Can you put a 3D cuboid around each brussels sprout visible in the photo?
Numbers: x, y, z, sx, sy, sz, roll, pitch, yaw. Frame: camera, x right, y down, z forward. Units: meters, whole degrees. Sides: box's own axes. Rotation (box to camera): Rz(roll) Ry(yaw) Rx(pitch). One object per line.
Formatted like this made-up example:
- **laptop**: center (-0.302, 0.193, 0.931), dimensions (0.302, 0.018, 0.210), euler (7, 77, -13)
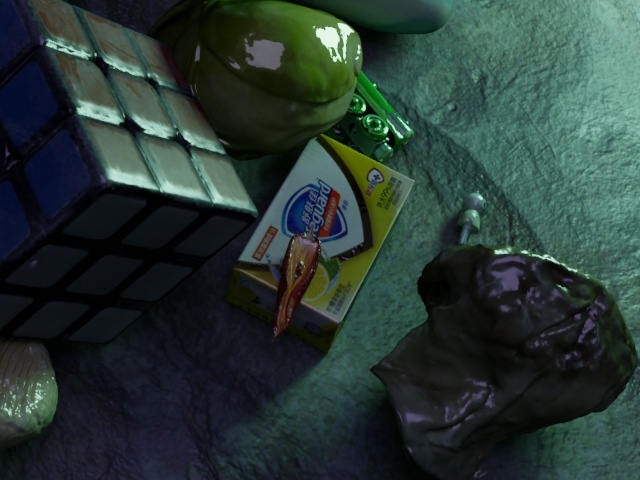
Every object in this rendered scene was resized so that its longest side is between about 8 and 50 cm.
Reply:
- **brussels sprout**: center (-0.095, -0.229, 1.836), dimensions (0.294, 0.227, 0.259), euler (3, 28, -10)

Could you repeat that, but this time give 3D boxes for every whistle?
- **whistle**: center (0.217, -0.031, 1.947), dimensions (0.035, 0.035, 0.100), euler (21, 60, -1)

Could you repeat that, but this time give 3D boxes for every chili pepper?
- **chili pepper**: center (-0.034, 0.058, 1.729), dimensions (0.045, 0.027, 0.178), euler (15, 59, 0)

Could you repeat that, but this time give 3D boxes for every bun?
- **bun**: center (-0.427, 0.165, 1.627), dimensions (0.220, 0.134, 0.220), euler (32, 35, -26)

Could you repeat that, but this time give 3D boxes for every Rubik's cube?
- **Rubik's cube**: center (-0.317, -0.078, 1.629), dimensions (0.304, 0.301, 0.305), euler (15, 43, -56)

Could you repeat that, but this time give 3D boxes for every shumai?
- **shumai**: center (0.232, 0.188, 1.714), dimensions (0.330, 0.292, 0.288), euler (29, 64, -21)

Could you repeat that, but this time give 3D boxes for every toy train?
- **toy train**: center (0.039, -0.221, 1.992), dimensions (0.119, 0.085, 0.251), euler (-27, 73, -41)

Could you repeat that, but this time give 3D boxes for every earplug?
- **earplug**: center (0.054, -0.414, 2.058), dimensions (0.324, 0.185, 0.185), euler (21, 58, -8)

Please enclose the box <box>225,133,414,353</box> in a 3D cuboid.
- **box**: center (0.000, 0.000, 1.843), dimensions (0.168, 0.097, 0.265), euler (29, 59, 4)
